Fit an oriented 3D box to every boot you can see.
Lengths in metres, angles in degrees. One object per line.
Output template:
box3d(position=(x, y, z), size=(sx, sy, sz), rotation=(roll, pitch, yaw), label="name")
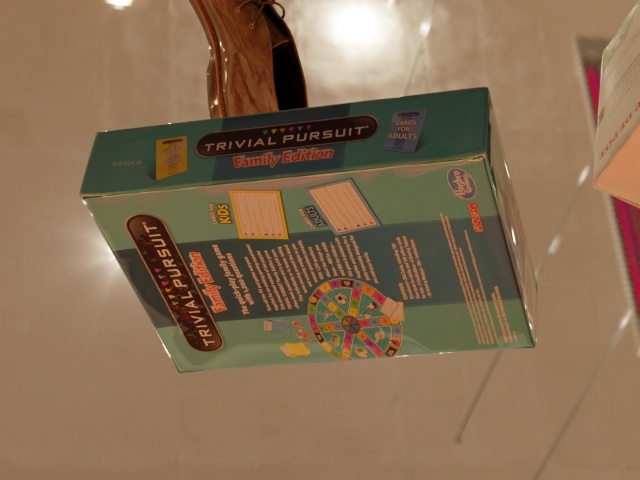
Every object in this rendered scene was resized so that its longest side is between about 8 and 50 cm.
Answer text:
box3d(position=(-0.074, -0.254, 1.690), size=(0.112, 0.305, 0.115), rotation=(-21, -164, -35), label="boot")

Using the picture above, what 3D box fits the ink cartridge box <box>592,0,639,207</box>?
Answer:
box3d(position=(0.331, -0.150, 1.437), size=(0.092, 0.160, 0.219), rotation=(23, -137, -8), label="ink cartridge box")

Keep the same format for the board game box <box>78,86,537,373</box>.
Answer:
box3d(position=(0.000, 0.000, 1.333), size=(0.336, 0.254, 0.079), rotation=(-5, -131, 15), label="board game box")
